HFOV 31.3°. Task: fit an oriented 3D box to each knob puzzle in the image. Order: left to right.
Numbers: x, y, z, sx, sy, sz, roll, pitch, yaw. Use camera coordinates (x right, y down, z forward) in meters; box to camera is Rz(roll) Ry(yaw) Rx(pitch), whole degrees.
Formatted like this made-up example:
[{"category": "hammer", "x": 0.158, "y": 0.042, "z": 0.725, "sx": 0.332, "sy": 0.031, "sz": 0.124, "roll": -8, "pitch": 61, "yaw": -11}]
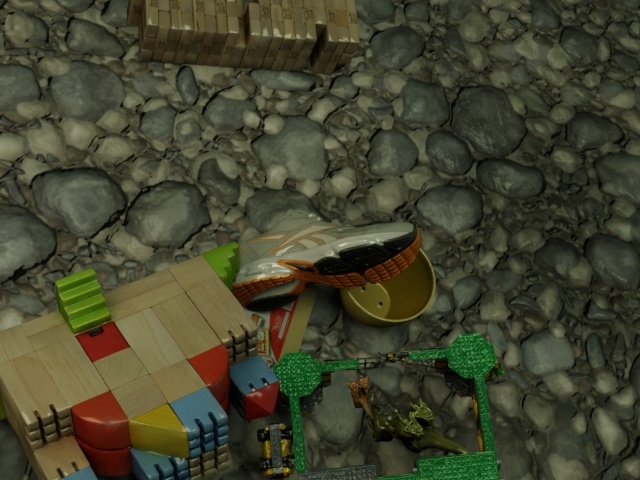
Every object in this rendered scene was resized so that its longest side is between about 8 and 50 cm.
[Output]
[{"category": "knob puzzle", "x": -0.117, "y": 0.104, "z": 1.529, "sx": 0.213, "sy": 0.030, "sz": 0.213, "roll": 8, "pitch": 63, "yaw": -15}]

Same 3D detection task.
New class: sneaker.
[{"category": "sneaker", "x": 0.000, "y": 0.000, "z": 1.494, "sx": 0.262, "sy": 0.099, "sz": 0.121, "roll": -13, "pitch": 55, "yaw": 13}]

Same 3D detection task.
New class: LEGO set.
[{"category": "LEGO set", "x": 0.087, "y": 0.261, "z": 1.448, "sx": 0.331, "sy": 0.192, "sz": 0.255, "roll": -12, "pitch": 62, "yaw": -5}]

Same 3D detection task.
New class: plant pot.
[{"category": "plant pot", "x": 0.079, "y": 0.067, "z": 1.575, "sx": 0.134, "sy": 0.095, "sz": 0.134, "roll": 8, "pitch": 62, "yaw": -15}]

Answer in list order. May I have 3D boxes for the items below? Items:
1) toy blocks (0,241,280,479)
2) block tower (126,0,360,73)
[{"category": "toy blocks", "x": -0.201, "y": 0.177, "z": 1.316, "sx": 0.381, "sy": 0.190, "sz": 0.261, "roll": -22, "pitch": 49, "yaw": -25}, {"category": "block tower", "x": -0.116, "y": -0.318, "z": 1.704, "sx": 0.335, "sy": 0.091, "sz": 0.097, "roll": 3, "pitch": 63, "yaw": -17}]
